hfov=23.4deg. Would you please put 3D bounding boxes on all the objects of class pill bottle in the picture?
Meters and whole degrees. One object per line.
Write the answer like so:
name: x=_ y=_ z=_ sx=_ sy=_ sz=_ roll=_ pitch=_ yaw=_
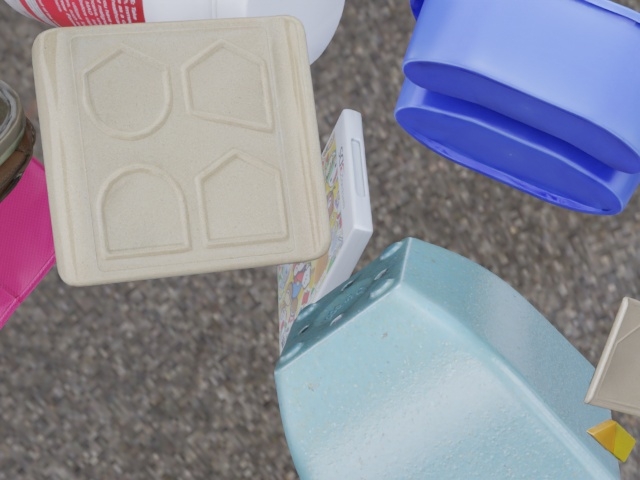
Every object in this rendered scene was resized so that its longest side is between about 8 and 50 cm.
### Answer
pill bottle: x=-0.179 y=-0.324 z=1.783 sx=0.407 sy=0.229 sz=0.229 roll=22 pitch=65 yaw=34

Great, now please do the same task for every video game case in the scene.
video game case: x=0.000 y=0.000 z=1.728 sx=0.026 sy=0.227 sz=0.206 roll=14 pitch=39 yaw=-15

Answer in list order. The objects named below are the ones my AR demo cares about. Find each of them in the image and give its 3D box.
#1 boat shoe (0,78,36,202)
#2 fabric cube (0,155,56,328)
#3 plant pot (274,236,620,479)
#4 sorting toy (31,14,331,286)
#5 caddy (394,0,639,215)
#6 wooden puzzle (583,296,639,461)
boat shoe: x=-0.356 y=-0.003 z=1.274 sx=0.307 sy=0.104 sz=0.110 roll=-39 pitch=68 yaw=-17
fabric cube: x=-0.448 y=-0.039 z=1.645 sx=0.259 sy=0.258 sz=0.254 roll=-52 pitch=31 yaw=-8
plant pot: x=0.094 y=0.148 z=1.416 sx=0.247 sy=0.252 sz=0.248 roll=-37 pitch=10 yaw=17
sorting toy: x=-0.121 y=-0.124 z=1.287 sx=0.229 sy=0.041 sz=0.307 roll=-6 pitch=86 yaw=-15
caddy: x=0.240 y=-0.178 z=1.652 sx=0.341 sy=0.241 sz=0.179 roll=24 pitch=70 yaw=7
wooden puzzle: x=0.186 y=0.071 z=0.922 sx=0.014 sy=0.078 sz=0.116 roll=24 pitch=89 yaw=43
